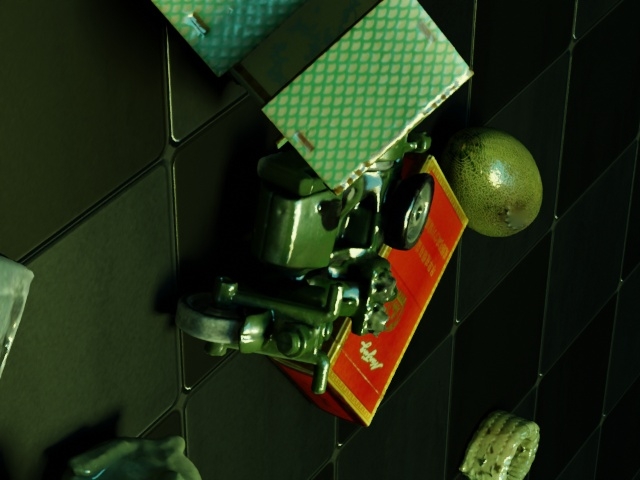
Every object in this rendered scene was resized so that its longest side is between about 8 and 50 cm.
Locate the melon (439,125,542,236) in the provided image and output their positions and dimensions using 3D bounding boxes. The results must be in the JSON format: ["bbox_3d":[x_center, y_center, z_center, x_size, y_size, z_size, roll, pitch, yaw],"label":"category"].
[{"bbox_3d":[0.175,-0.062,1.819,0.099,0.099,0.162,-63,150,-13],"label":"melon"}]

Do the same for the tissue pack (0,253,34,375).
[{"bbox_3d":[-0.323,0.085,0.954,0.361,0.122,0.259,32,77,-61],"label":"tissue pack"}]

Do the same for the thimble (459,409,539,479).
[{"bbox_3d":[0.222,0.262,2.180,0.110,0.062,0.084,-42,140,-44],"label":"thimble"}]

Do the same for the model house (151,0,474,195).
[{"bbox_3d":[0.007,-0.148,1.270,0.178,0.206,0.271,-39,150,-2],"label":"model house"}]

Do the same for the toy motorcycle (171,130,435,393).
[{"bbox_3d":[0.000,0.000,1.497,0.275,0.127,0.205,-19,124,-58],"label":"toy motorcycle"}]

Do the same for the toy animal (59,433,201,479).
[{"bbox_3d":[-0.156,0.270,1.414,0.138,0.108,0.236,-34,138,-50],"label":"toy animal"}]

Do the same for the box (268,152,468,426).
[{"bbox_3d":[0.049,0.042,1.690,0.240,0.074,0.153,-63,157,-14],"label":"box"}]
